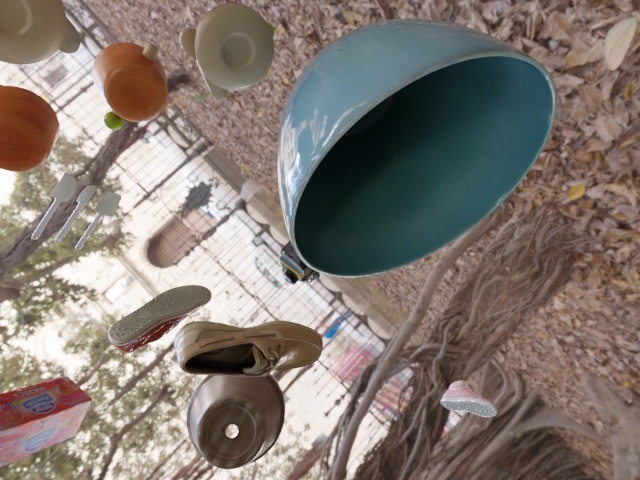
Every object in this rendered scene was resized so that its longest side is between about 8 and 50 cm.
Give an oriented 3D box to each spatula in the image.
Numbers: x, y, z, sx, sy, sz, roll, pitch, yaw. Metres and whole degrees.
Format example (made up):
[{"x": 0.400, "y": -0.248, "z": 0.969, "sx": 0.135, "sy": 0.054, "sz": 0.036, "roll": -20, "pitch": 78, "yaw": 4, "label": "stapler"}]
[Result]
[{"x": -0.727, "y": -0.072, "z": 1.192, "sx": 0.168, "sy": 0.242, "sz": 0.019, "roll": 24, "pitch": -160, "yaw": -47, "label": "spatula"}]

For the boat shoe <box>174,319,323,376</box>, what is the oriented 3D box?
[{"x": -0.140, "y": 0.252, "z": 0.876, "sx": 0.340, "sy": 0.122, "sz": 0.110, "roll": 6, "pitch": -163, "yaw": -26, "label": "boat shoe"}]

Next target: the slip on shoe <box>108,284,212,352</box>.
[{"x": -0.505, "y": 0.247, "z": 1.298, "sx": 0.123, "sy": 0.331, "sz": 0.101, "roll": 37, "pitch": 142, "yaw": 32, "label": "slip on shoe"}]

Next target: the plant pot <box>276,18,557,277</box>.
[{"x": 0.071, "y": -0.121, "z": 0.461, "sx": 0.195, "sy": 0.290, "sz": 0.290, "roll": 64, "pitch": -177, "yaw": 33, "label": "plant pot"}]

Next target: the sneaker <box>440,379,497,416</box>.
[{"x": 0.343, "y": 0.352, "z": 0.910, "sx": 0.134, "sy": 0.070, "sz": 0.051, "roll": -18, "pitch": 111, "yaw": 51, "label": "sneaker"}]

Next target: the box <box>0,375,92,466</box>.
[{"x": -0.895, "y": 0.551, "z": 1.226, "sx": 0.142, "sy": 0.154, "sz": 0.300, "roll": 30, "pitch": -175, "yaw": 19, "label": "box"}]

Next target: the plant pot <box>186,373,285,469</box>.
[{"x": -0.259, "y": 0.550, "z": 1.228, "sx": 0.323, "sy": 0.323, "sz": 0.280, "roll": 45, "pitch": 165, "yaw": 2, "label": "plant pot"}]

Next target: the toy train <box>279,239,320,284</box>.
[{"x": 0.000, "y": 0.000, "z": 1.298, "sx": 0.142, "sy": 0.334, "sz": 0.190, "roll": 39, "pitch": 161, "yaw": 16, "label": "toy train"}]

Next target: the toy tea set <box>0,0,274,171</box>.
[{"x": -0.222, "y": -0.213, "z": 0.404, "sx": 0.124, "sy": 0.336, "sz": 0.200, "roll": 53, "pitch": 168, "yaw": 42, "label": "toy tea set"}]
